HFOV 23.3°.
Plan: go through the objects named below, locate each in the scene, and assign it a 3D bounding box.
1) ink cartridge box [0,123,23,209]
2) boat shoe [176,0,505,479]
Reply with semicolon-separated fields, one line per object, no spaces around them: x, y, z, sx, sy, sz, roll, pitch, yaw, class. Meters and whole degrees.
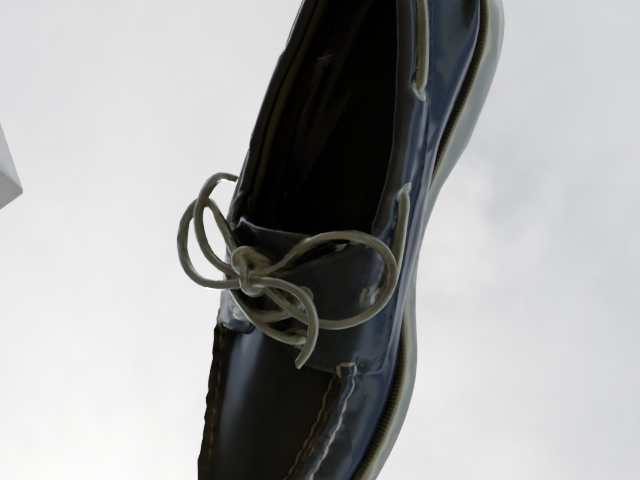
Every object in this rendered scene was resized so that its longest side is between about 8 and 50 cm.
-0.418;-0.047;1.233;0.289;0.211;0.121;-35;-132;6;ink cartridge box
0.000;0.000;0.592;0.095;0.079;0.254;22;-89;35;boat shoe
